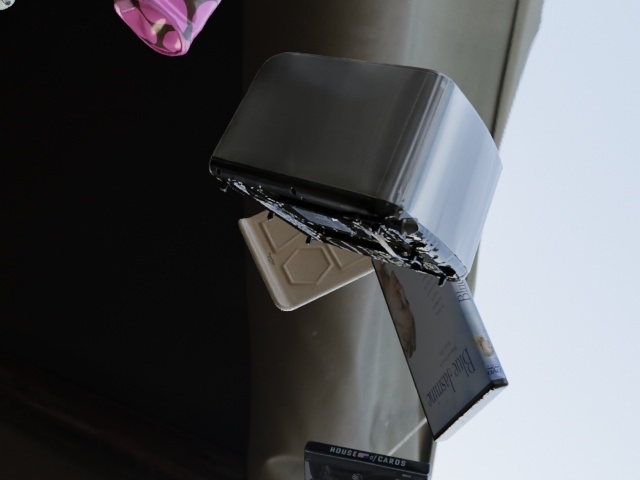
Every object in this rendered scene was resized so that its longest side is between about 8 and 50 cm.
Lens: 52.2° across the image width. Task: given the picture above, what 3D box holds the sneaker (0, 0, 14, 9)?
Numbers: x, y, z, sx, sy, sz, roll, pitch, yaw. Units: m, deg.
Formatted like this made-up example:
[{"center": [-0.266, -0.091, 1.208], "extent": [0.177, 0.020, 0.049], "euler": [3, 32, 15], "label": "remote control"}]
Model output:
[{"center": [-0.344, -0.239, 0.664], "extent": [0.083, 0.037, 0.032], "euler": [5, -32, 39], "label": "sneaker"}]

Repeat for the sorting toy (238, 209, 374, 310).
[{"center": [0.000, 0.000, 0.987], "extent": [0.038, 0.208, 0.193], "euler": [79, -14, -50], "label": "sorting toy"}]

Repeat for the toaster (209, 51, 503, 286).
[{"center": [0.039, -0.048, 0.491], "extent": [0.185, 0.168, 0.110], "euler": [17, -98, 34], "label": "toaster"}]

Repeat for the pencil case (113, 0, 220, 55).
[{"center": [-0.135, -0.304, 0.682], "extent": [0.095, 0.098, 0.209], "euler": [18, -102, 34], "label": "pencil case"}]

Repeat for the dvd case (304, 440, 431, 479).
[{"center": [0.065, 0.408, 0.953], "extent": [0.179, 0.029, 0.239], "euler": [6, -64, 14], "label": "dvd case"}]

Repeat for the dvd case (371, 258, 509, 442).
[{"center": [0.121, 0.080, 0.739], "extent": [0.180, 0.022, 0.253], "euler": [107, -30, -55], "label": "dvd case"}]
